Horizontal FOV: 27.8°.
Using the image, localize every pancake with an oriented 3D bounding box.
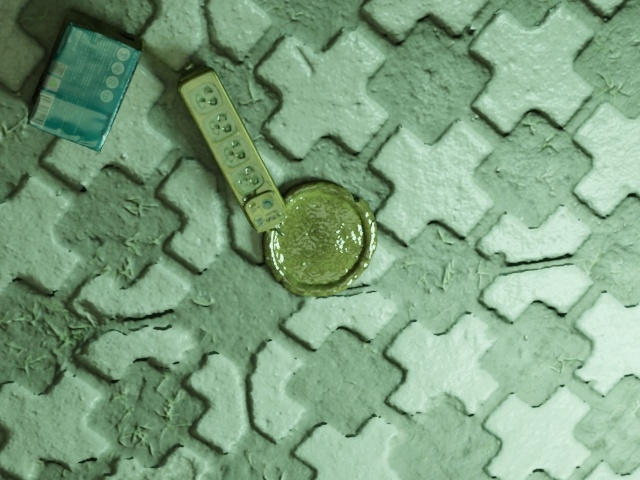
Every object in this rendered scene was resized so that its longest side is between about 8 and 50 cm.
[{"bbox_3d":[0.000,-0.001,2.050,0.199,0.021,0.199,-4,112,-9],"label":"pancake"}]

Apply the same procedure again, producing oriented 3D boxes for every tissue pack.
[{"bbox_3d":[-0.339,-0.231,1.866,0.120,0.082,0.169,21,107,-18],"label":"tissue pack"}]

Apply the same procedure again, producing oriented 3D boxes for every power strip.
[{"bbox_3d":[-0.128,-0.130,1.952,0.064,0.044,0.305,-27,109,1],"label":"power strip"}]
